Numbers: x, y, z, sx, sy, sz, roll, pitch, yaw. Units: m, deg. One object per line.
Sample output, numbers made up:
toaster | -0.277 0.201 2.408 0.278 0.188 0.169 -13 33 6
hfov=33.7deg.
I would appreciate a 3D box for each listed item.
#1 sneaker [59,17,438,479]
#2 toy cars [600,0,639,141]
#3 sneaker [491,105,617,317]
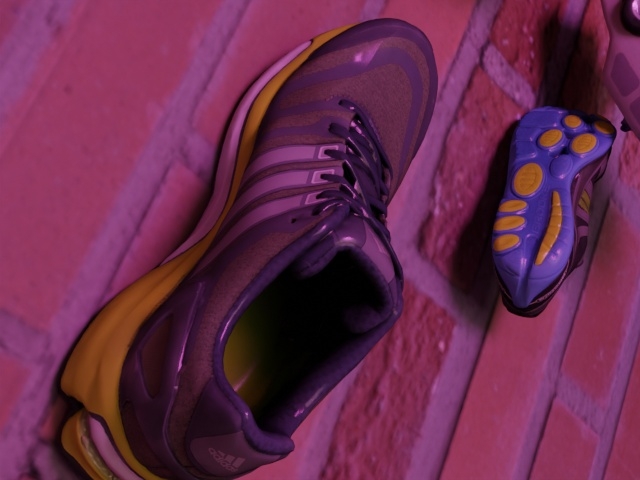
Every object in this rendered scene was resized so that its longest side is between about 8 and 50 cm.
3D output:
sneaker | 0.000 0.000 0.521 0.111 0.121 0.300 47 56 -30
toy cars | 0.175 -0.175 0.703 0.394 0.087 0.176 54 19 -13
sneaker | 0.154 -0.025 0.718 0.078 0.067 0.188 87 23 -47
